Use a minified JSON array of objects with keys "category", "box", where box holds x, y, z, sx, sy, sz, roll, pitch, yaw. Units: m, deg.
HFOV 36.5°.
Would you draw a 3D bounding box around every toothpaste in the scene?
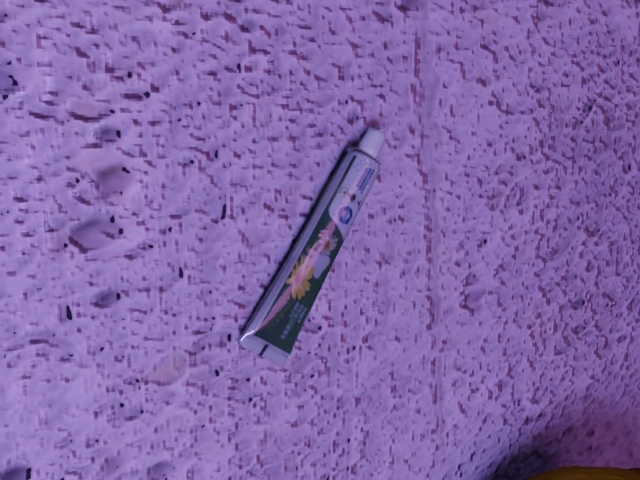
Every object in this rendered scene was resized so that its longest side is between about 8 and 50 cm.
[{"category":"toothpaste","box":[0.000,0.000,0.759,0.049,0.031,0.204,32,81,-35]}]

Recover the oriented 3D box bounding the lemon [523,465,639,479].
[{"category":"lemon","box":[0.229,0.336,0.863,0.253,0.253,0.310,48,67,-33]}]
